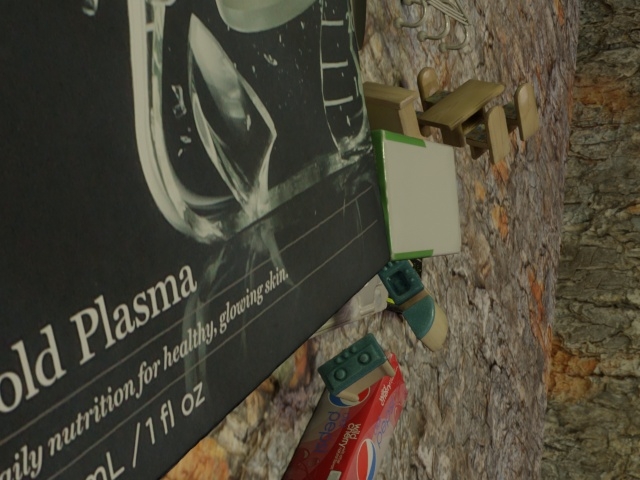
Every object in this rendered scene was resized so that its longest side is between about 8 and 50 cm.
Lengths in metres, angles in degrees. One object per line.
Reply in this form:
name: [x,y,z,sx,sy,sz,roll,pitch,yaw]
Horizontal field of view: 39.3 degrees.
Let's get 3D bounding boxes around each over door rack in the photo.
over door rack: [0.132,-0.474,1.464,0.239,0.108,0.324,-5,78,-64]

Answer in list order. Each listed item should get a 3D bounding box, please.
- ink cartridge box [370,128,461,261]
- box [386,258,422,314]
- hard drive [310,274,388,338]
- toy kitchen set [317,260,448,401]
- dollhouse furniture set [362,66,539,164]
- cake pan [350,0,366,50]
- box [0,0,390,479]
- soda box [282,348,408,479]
ink cartridge box: [-0.024,-0.029,0.892,0.201,0.278,0.117,-3,88,-64]
box: [0.118,0.020,1.451,0.191,0.045,0.184,22,71,-63]
hard drive: [0.000,0.000,1.186,0.339,0.064,0.236,-8,96,-65]
toy kitchen set: [0.037,0.066,1.118,0.207,0.166,0.122,60,9,33]
dollhouse furniture set: [0.184,-0.211,1.421,0.242,0.212,0.161,-38,128,-27]
cake pan: [0.024,-0.377,1.174,0.293,0.054,0.293,0,90,-82]
box: [-0.199,-0.125,0.527,0.480,0.297,0.471,-38,120,-59]
soda box: [0.039,0.267,1.222,0.263,0.083,0.092,-59,139,-47]
